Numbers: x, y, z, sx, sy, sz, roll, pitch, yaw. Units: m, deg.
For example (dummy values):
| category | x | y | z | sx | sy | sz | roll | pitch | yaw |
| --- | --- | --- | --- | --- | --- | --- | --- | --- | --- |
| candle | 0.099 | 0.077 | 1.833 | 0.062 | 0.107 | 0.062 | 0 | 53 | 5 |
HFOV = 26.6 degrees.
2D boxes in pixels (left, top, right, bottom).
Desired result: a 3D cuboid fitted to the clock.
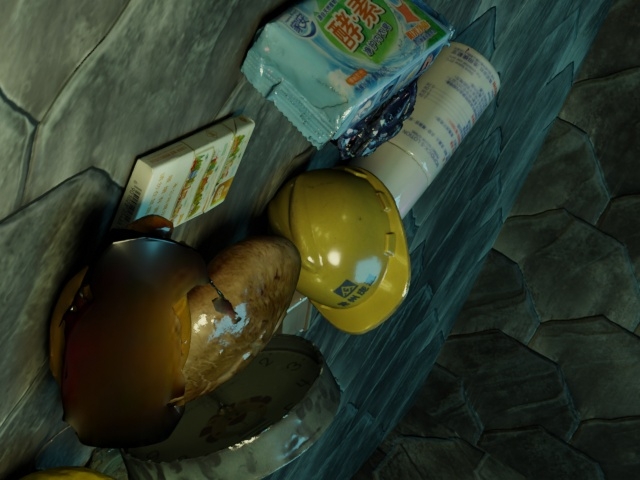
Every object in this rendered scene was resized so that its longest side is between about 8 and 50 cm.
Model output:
| category | x | y | z | sx | sy | sz | roll | pitch | yaw |
| --- | --- | --- | --- | --- | --- | --- | --- | --- | --- |
| clock | -0.125 | 0.230 | 1.817 | 0.312 | 0.312 | 0.061 | -44 | 121 | -44 |

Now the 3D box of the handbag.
| category | x | y | z | sx | sy | sz | roll | pitch | yaw |
| --- | --- | --- | --- | --- | --- | --- | --- | --- | --- |
| handbag | 0.076 | -0.206 | 1.892 | 0.162 | 0.113 | 0.260 | -58 | 175 | 30 |

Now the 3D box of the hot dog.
| category | x | y | z | sx | sy | sz | roll | pitch | yaw |
| --- | --- | --- | --- | --- | --- | --- | --- | --- | --- |
| hot dog | -0.207 | 0.084 | 1.494 | 0.194 | 0.107 | 0.326 | 3 | 131 | -31 |

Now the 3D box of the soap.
| category | x | y | z | sx | sy | sz | roll | pitch | yaw |
| --- | --- | --- | --- | --- | --- | --- | --- | --- | --- |
| soap | 0.037 | -0.232 | 1.611 | 0.293 | 0.156 | 0.077 | -43 | 171 | -45 |

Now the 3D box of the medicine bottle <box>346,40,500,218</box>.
| category | x | y | z | sx | sy | sz | roll | pitch | yaw |
| --- | --- | --- | --- | --- | --- | --- | --- | --- | --- |
| medicine bottle | 0.151 | -0.161 | 2.195 | 0.341 | 0.130 | 0.130 | -54 | 165 | -20 |

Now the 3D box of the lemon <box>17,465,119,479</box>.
| category | x | y | z | sx | sy | sz | roll | pitch | yaw |
| --- | --- | --- | --- | --- | --- | --- | --- | --- | --- |
| lemon | -0.314 | 0.395 | 1.617 | 0.233 | 0.233 | 0.288 | -35 | 157 | -57 |

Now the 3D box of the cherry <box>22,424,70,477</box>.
| category | x | y | z | sx | sy | sz | roll | pitch | yaw |
| --- | --- | --- | --- | --- | --- | --- | --- | --- | --- |
| cherry | -0.276 | 0.214 | 1.665 | 0.225 | 0.090 | 0.107 | -49 | 163 | 24 |

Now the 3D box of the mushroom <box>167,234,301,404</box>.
| category | x | y | z | sx | sy | sz | roll | pitch | yaw |
| --- | --- | --- | --- | --- | --- | --- | --- | --- | --- |
| mushroom | -0.133 | 0.103 | 1.773 | 0.278 | 0.146 | 0.278 | -48 | 169 | -12 |

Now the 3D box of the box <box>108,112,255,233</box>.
| category | x | y | z | sx | sy | sz | roll | pitch | yaw |
| --- | --- | --- | --- | --- | --- | --- | --- | --- | --- |
| box | -0.158 | -0.066 | 1.553 | 0.220 | 0.032 | 0.122 | -34 | 153 | -57 |

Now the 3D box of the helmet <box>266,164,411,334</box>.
| category | x | y | z | sx | sy | sz | roll | pitch | yaw |
| --- | --- | --- | --- | --- | --- | --- | --- | --- | --- |
| helmet | 0.000 | 0.000 | 1.903 | 0.140 | 0.257 | 0.205 | 13 | 133 | -47 |

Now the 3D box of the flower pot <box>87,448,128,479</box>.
| category | x | y | z | sx | sy | sz | roll | pitch | yaw |
| --- | --- | --- | --- | --- | --- | --- | --- | --- | --- |
| flower pot | -0.253 | 0.456 | 1.927 | 0.259 | 0.290 | 0.290 | -54 | 170 | 33 |

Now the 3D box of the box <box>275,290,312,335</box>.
| category | x | y | z | sx | sy | sz | roll | pitch | yaw |
| --- | --- | --- | --- | --- | --- | --- | --- | --- | --- |
| box | -0.063 | 0.102 | 2.134 | 0.062 | 0.089 | 0.122 | -39 | 158 | -27 |
